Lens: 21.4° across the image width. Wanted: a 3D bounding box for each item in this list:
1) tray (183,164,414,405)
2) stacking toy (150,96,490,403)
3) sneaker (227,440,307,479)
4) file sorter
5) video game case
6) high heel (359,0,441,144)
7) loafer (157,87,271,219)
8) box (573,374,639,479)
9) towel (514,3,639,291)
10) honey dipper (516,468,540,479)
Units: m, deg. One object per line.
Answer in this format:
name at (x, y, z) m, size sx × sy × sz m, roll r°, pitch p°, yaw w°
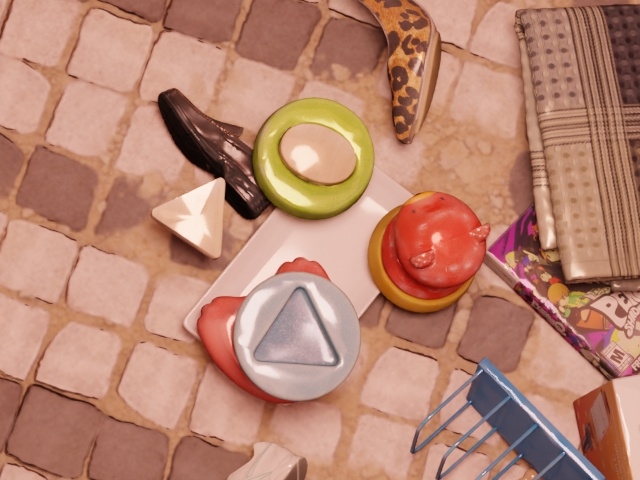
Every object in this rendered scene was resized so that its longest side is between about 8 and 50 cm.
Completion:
tray at (-0.010, 0.034, 1.825) m, size 0.145 × 0.030 × 0.270 m, roll 39°, pitch 77°, yaw 5°
stacking toy at (0.000, 0.000, 1.741) m, size 0.309 × 0.130 × 0.279 m, roll -37°, pitch 90°, yaw -13°
sneaker at (-0.077, 0.277, 1.760) m, size 0.061 × 0.054 × 0.152 m, roll 30°, pitch 80°, yaw 27°
file sorter at (0.185, 0.229, 1.733) m, size 0.104 × 0.118 × 0.170 m, roll -39°, pitch 73°, yaw -17°
video game case at (0.329, 0.009, 1.852) m, size 0.210 × 0.042 × 0.232 m, roll 45°, pitch 78°, yaw 7°
high heel at (0.040, -0.236, 1.871) m, size 0.186 × 0.093 × 0.261 m, roll 4°, pitch 80°, yaw 8°
loafer at (-0.108, -0.103, 1.836) m, size 0.061 × 0.062 × 0.170 m, roll -41°, pitch 93°, yaw -20°
box at (0.332, 0.209, 1.741) m, size 0.091 × 0.170 × 0.130 m, roll -9°, pitch 78°, yaw -7°
towel at (0.378, -0.106, 1.844) m, size 0.312 × 0.056 × 0.324 m, roll -4°, pitch 73°, yaw -10°
honey dipper at (0.162, 0.281, 1.784) m, size 0.160 × 0.030 × 0.030 m, roll -27°, pitch 81°, yaw -11°
